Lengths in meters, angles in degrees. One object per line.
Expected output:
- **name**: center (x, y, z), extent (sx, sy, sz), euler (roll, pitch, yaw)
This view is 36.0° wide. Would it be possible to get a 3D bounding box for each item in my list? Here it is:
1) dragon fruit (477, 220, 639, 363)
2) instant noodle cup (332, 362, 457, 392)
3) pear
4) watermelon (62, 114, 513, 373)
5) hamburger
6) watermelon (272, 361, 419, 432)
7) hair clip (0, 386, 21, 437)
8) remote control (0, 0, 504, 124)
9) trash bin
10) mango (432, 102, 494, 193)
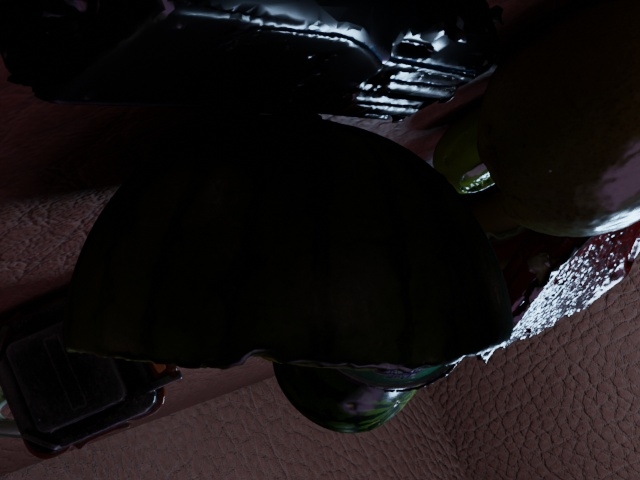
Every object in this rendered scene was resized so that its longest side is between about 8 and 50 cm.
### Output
- **dragon fruit**: center (0.346, 0.012, 1.333), extent (0.343, 0.100, 0.282), euler (-10, 144, -51)
- **instant noodle cup**: center (0.104, 0.054, 1.288), extent (0.251, 0.251, 0.190), euler (-21, 161, -15)
- **pear**: center (0.240, -0.102, 0.872), extent (0.211, 0.188, 0.228), euler (-33, 169, 8)
- **watermelon**: center (-0.025, -0.005, 0.737), extent (0.330, 0.189, 0.331), euler (-7, -177, 0)
- **hamburger**: center (0.322, 0.017, 1.618), extent (0.274, 0.212, 0.274), euler (-17, 173, -2)
- **watermelon**: center (0.052, 0.198, 1.743), extent (0.285, 0.285, 0.285), euler (-23, 170, -4)
- **hair clip**: center (-0.472, 0.242, 1.321), extent (0.282, 0.113, 0.172), euler (-16, 168, -10)
- **remote control**: center (-0.008, -0.117, 0.599), extent (0.144, 0.062, 0.399), euler (-29, 169, 32)
- **trash bin**: center (-0.247, 0.134, 1.135), extent (0.184, 0.161, 0.238), euler (-24, 178, 1)
- **mango**: center (0.190, -0.116, 1.041), extent (0.165, 0.074, 0.091), euler (-39, 161, 11)
